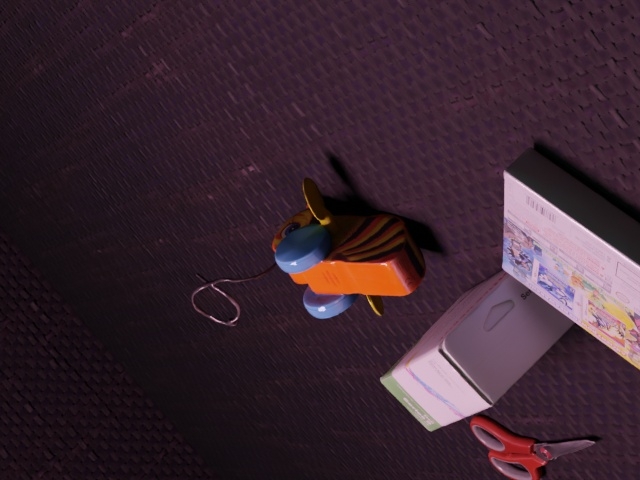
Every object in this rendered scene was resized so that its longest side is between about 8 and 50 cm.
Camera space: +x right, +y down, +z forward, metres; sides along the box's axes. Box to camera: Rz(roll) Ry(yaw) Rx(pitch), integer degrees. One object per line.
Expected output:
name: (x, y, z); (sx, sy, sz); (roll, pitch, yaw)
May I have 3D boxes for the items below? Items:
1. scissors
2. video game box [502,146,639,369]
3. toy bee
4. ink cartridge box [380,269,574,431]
scissors: (0.283, 0.269, 2.251); (0.109, 0.021, 0.297); (55, 157, -16)
video game box: (0.269, 0.025, 1.769); (0.205, 0.048, 0.187); (38, 156, 24)
toy bee: (0.000, 0.000, 2.157); (0.298, 0.162, 0.195); (9, 136, 20)
ink cartridge box: (0.173, 0.116, 1.975); (0.093, 0.154, 0.212); (46, 160, 1)
